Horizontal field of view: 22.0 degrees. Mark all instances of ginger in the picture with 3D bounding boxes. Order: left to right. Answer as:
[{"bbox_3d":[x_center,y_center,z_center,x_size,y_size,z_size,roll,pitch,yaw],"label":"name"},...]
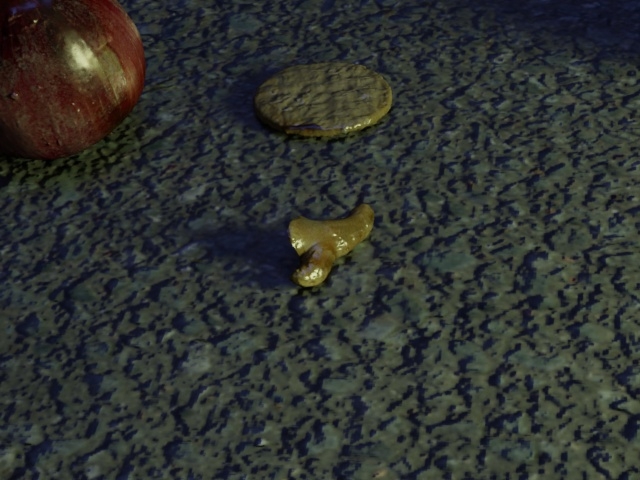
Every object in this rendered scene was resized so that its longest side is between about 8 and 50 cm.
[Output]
[{"bbox_3d":[-0.001,0.000,1.201,0.048,0.030,0.097,39,50,8],"label":"ginger"}]

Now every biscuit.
[{"bbox_3d":[0.002,-0.119,1.376,0.120,0.015,0.120,-3,35,2],"label":"biscuit"}]

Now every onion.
[{"bbox_3d":[-0.226,-0.159,1.301,0.159,0.195,0.159,-10,46,10],"label":"onion"}]
